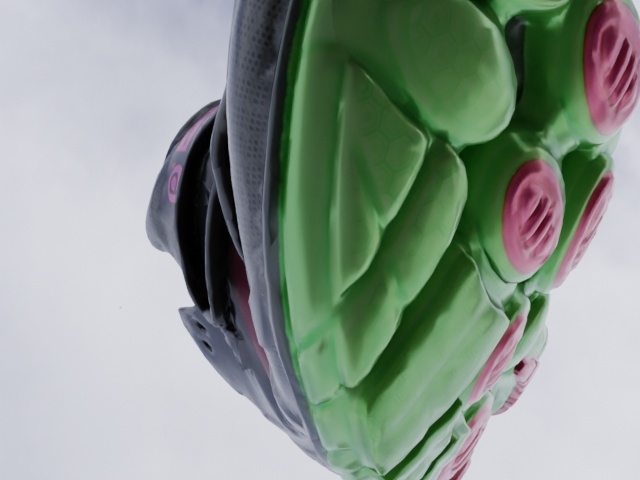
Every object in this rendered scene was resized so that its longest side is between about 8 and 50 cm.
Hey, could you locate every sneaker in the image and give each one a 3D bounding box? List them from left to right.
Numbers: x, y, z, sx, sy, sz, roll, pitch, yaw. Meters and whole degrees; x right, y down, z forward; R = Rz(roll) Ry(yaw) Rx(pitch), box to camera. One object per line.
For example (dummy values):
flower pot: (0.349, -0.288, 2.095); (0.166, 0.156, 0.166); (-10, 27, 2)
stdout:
sneaker: (0.000, 0.000, 0.562); (0.202, 0.483, 0.185); (33, -110, 14)
